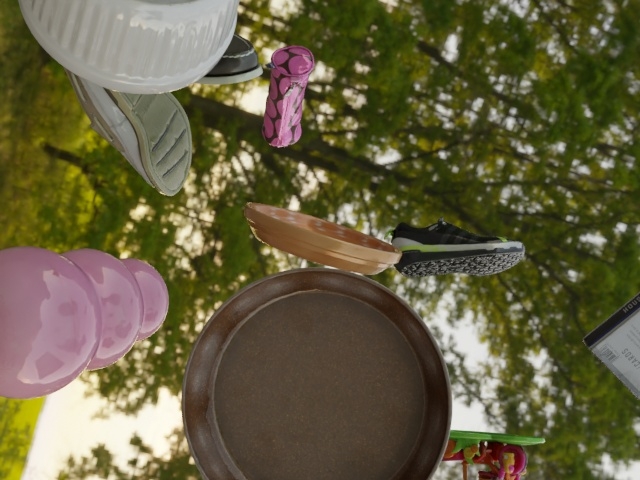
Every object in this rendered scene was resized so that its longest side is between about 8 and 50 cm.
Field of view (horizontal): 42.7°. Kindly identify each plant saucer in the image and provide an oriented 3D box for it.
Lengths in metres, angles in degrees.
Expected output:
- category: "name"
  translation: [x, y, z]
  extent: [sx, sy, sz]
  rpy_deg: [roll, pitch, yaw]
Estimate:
- category: "plant saucer"
  translation: [-0.003, 0.101, 0.517]
  extent: [0.029, 0.168, 0.168]
  rpy_deg: [34, 71, -85]
- category: "plant saucer"
  translation: [0.000, 0.000, 0.999]
  extent: [0.200, 0.200, 0.037]
  rpy_deg: [-138, -114, -74]

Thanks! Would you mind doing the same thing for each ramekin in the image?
- category: "ramekin"
  translation: [-0.165, -0.250, 0.745]
  extent: [0.109, 0.207, 0.207]
  rpy_deg: [135, -33, -59]

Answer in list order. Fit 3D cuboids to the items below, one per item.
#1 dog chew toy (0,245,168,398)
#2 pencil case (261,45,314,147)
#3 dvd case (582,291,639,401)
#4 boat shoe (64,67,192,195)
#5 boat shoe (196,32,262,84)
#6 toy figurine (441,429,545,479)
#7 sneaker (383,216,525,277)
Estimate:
- category: "dog chew toy"
  translation: [-0.353, 0.102, 1.175]
  extent: [0.332, 0.206, 0.207]
  rpy_deg: [-10, 127, -56]
- category: "pencil case"
  translation: [-0.066, -0.270, 1.578]
  extent: [0.209, 0.095, 0.098]
  rpy_deg: [101, -24, -54]
- category: "dvd case"
  translation: [0.492, 0.111, 1.084]
  extent: [0.238, 0.179, 0.029]
  rpy_deg: [-42, -155, 13]
- category: "boat shoe"
  translation: [-0.283, -0.191, 1.225]
  extent: [0.113, 0.103, 0.302]
  rpy_deg: [-59, 151, -31]
- category: "boat shoe"
  translation: [-0.152, -0.226, 0.896]
  extent: [0.227, 0.081, 0.069]
  rpy_deg: [25, -52, 37]
- category: "toy figurine"
  translation: [0.212, 0.333, 1.075]
  extent: [0.173, 0.130, 0.159]
  rpy_deg: [-7, -105, 42]
- category: "sneaker"
  translation: [0.223, -0.001, 1.351]
  extent: [0.084, 0.234, 0.097]
  rpy_deg: [109, -23, -59]
